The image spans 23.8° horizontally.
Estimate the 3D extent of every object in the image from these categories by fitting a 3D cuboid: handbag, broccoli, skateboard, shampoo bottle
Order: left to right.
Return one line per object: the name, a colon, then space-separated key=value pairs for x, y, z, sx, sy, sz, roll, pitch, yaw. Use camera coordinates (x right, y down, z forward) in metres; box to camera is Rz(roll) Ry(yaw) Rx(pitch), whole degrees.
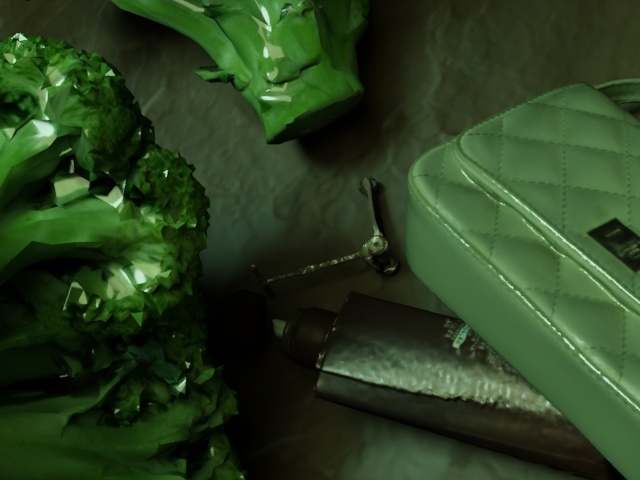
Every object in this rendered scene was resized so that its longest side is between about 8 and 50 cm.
broccoli: x=-0.202 y=0.102 z=0.793 sx=0.413 sy=0.321 sz=0.310 roll=-42 pitch=33 yaw=5
broccoli: x=-0.066 y=-0.183 z=0.902 sx=0.269 sy=0.254 sz=0.269 roll=9 pitch=109 yaw=28
skateboard: x=0.000 y=0.000 z=0.900 sx=0.083 sy=0.032 sz=0.064 roll=-18 pitch=55 yaw=11
shampoo bottle: x=0.054 y=0.071 z=0.828 sx=0.236 sy=0.068 sz=0.067 roll=14 pitch=74 yaw=24
handbag: x=0.187 y=0.002 z=0.774 sx=0.219 sy=0.079 sz=0.256 roll=-31 pitch=54 yaw=-22
